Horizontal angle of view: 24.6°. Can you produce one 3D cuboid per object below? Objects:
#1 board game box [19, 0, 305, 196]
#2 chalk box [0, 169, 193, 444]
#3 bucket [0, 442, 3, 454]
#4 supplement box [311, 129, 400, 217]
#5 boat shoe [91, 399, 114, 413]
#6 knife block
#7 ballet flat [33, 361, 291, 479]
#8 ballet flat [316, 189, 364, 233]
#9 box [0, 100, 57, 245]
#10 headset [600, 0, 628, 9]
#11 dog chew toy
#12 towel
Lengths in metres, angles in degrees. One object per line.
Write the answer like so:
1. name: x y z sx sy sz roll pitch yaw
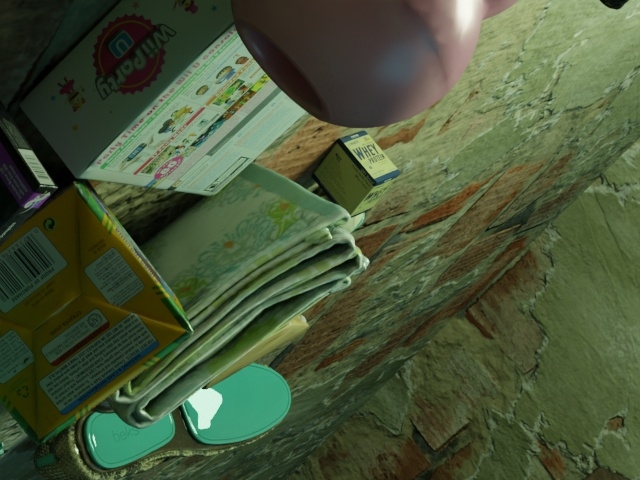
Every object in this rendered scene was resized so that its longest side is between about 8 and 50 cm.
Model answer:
1. board game box: -0.113 -0.153 1.404 0.224 0.097 0.303 -42 167 13
2. chalk box: -0.255 0.052 1.433 0.180 0.179 0.289 -37 -170 -3
3. bucket: -0.405 0.113 1.206 0.183 0.281 0.281 -31 165 -12
4. supplement box: 0.048 -0.090 2.009 0.056 0.083 0.083 -24 159 -47
5. boat shoe: -0.190 0.087 1.950 0.355 0.132 0.130 -40 159 -28
6. knife block: -0.166 0.171 2.298 0.242 0.088 0.275 -40 166 11
7. ballet flat: -0.265 0.293 2.372 0.182 0.164 0.483 -22 173 40
8. ballet flat: -0.044 0.008 2.137 0.248 0.086 0.086 -44 165 18
9. box: -0.309 -0.036 1.246 0.162 0.116 0.029 -44 160 20
10. headset: 0.223 -0.372 1.352 0.243 0.185 0.394 -36 154 -6
11. dog chew toy: 0.086 -0.247 1.183 0.332 0.206 0.206 -45 167 -9
12. towel: -0.139 0.049 1.661 0.320 0.090 0.374 -35 -160 -10
